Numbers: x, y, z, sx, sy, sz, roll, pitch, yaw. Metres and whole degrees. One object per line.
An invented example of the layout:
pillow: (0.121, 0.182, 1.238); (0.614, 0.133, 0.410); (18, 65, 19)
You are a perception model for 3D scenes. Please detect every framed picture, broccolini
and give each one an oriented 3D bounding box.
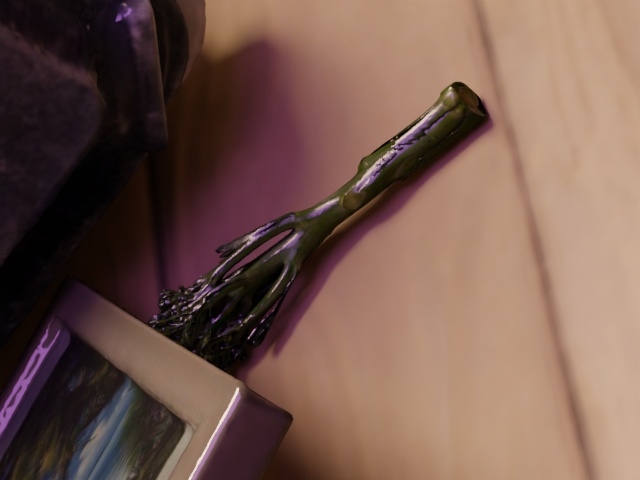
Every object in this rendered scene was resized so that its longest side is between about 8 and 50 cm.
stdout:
framed picture: (-0.123, 0.164, 0.507); (0.315, 0.024, 0.232); (-63, 20, -5)
broccolini: (0.000, 0.000, 0.560); (0.140, 0.030, 0.035); (-38, 59, 12)

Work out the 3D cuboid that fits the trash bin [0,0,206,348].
trash bin: (-0.254, -0.090, 0.667); (0.296, 0.256, 0.368); (-53, 40, 11)
